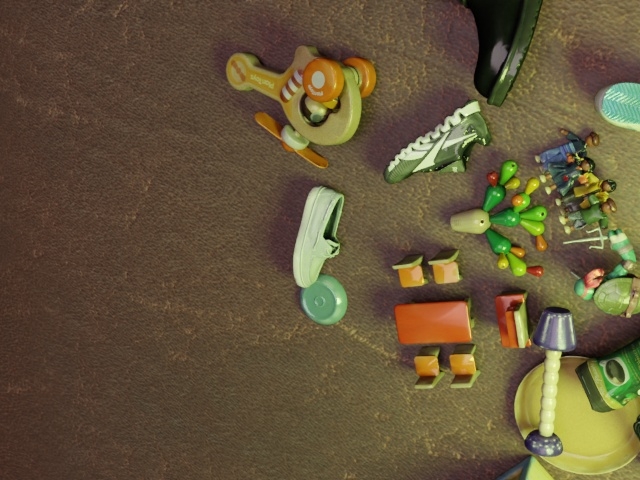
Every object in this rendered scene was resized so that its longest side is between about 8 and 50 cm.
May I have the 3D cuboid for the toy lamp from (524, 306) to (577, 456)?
[{"bbox_3d":[0.426,0.258,1.190,0.080,0.080,0.274,8,106,24],"label":"toy lamp"}]

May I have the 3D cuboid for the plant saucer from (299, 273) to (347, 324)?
[{"bbox_3d":[0.001,0.134,1.437,0.119,0.021,0.119,5,103,25],"label":"plant saucer"}]

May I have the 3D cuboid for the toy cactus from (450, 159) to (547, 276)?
[{"bbox_3d":[0.332,-0.034,1.210,0.181,0.112,0.219,-5,106,36],"label":"toy cactus"}]

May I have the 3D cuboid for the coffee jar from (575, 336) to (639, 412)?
[{"bbox_3d":[0.540,0.225,1.111,0.184,0.079,0.096,-37,49,32],"label":"coffee jar"}]

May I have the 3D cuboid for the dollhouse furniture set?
[{"bbox_3d":[0.269,0.157,1.247,0.259,0.135,0.262,-8,96,27],"label":"dollhouse furniture set"}]

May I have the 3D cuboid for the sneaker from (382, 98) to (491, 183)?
[{"bbox_3d":[0.227,-0.162,1.238,0.234,0.078,0.106,-36,81,25],"label":"sneaker"}]

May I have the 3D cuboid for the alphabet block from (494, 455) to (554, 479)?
[{"bbox_3d":[0.394,0.578,1.239,0.197,0.192,0.193,48,118,9],"label":"alphabet block"}]

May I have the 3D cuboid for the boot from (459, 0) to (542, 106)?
[{"bbox_3d":[0.256,-0.428,1.139,0.260,0.131,0.347,15,95,16],"label":"boot"}]

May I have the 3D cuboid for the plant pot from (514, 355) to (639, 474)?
[{"bbox_3d":[0.495,0.330,1.230,0.236,0.032,0.236,5,102,24],"label":"plant pot"}]

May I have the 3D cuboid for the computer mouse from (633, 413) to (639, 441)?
[{"bbox_3d":[0.683,0.357,1.102,0.262,0.060,0.184,-11,124,13],"label":"computer mouse"}]

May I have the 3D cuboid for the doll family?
[{"bbox_3d":[0.461,-0.109,1.139,0.111,0.076,0.193,-28,84,32],"label":"doll family"}]

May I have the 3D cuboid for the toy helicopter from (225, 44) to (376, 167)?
[{"bbox_3d":[-0.067,-0.298,1.349,0.355,0.140,0.235,29,120,30],"label":"toy helicopter"}]

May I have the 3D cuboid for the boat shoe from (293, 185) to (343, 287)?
[{"bbox_3d":[0.001,-0.001,1.378,0.081,0.079,0.227,17,104,27],"label":"boat shoe"}]

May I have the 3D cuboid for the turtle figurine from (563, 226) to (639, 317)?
[{"bbox_3d":[0.525,0.079,1.107,0.234,0.118,0.175,9,136,7],"label":"turtle figurine"}]

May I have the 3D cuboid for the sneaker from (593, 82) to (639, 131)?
[{"bbox_3d":[0.570,-0.211,1.063,0.229,0.092,0.087,19,106,1],"label":"sneaker"}]
